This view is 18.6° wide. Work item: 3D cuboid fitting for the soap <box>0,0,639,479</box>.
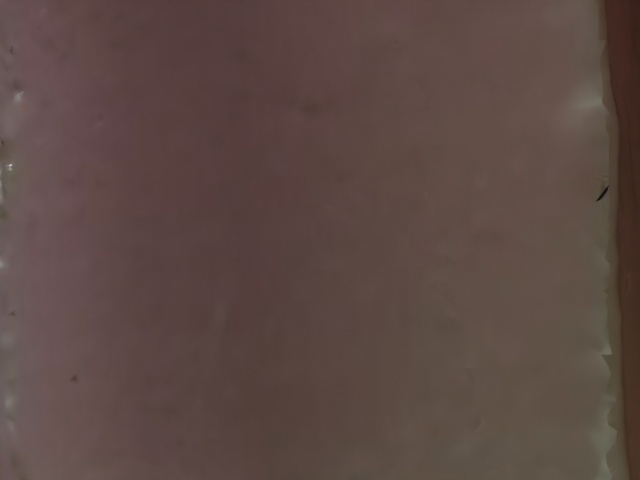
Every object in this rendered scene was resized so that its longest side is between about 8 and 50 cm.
[{"bbox_3d":[0.000,0.000,0.820,0.296,0.107,0.285,-6,79,28],"label":"soap"}]
